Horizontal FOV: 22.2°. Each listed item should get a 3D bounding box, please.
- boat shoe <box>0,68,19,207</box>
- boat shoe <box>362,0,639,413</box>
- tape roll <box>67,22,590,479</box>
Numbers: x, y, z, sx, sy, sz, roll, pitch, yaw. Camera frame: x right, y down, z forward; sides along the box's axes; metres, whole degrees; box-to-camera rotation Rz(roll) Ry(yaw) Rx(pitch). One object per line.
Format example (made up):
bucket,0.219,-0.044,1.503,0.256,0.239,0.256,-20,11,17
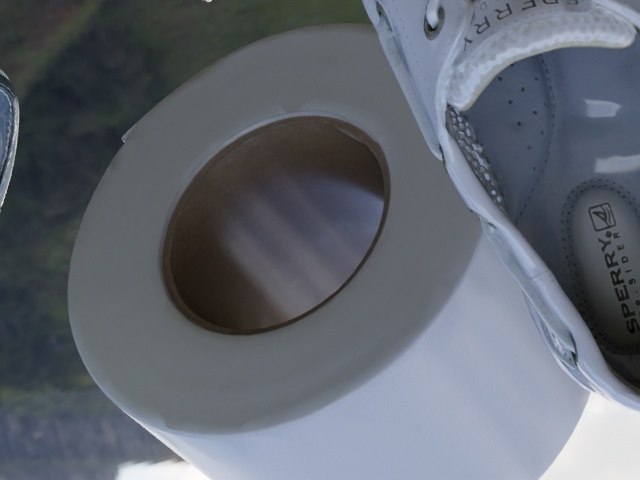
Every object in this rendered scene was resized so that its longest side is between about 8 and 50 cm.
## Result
boat shoe,-0.337,-0.004,1.484,0.116,0.319,0.099,19,-176,-42
boat shoe,0.070,-0.071,0.542,0.098,0.277,0.096,-26,-177,9
tape roll,0.011,0.029,0.881,0.246,0.169,0.246,-16,-127,22
